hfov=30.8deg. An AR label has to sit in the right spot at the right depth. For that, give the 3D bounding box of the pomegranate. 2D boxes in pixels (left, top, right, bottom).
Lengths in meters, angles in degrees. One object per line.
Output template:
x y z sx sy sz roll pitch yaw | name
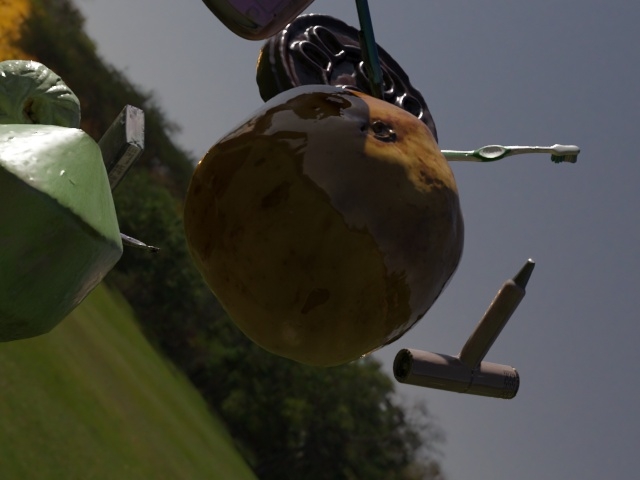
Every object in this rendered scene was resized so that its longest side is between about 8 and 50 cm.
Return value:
0.000 0.000 1.578 0.410 0.410 0.410 52 -9 12 | pomegranate

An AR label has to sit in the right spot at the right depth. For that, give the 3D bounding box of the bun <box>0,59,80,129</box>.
-0.490 -0.199 1.901 0.195 0.195 0.118 57 -20 -19 | bun

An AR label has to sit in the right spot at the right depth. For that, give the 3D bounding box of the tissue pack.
-0.390 -0.169 2.212 0.051 0.156 0.112 22 41 -30 | tissue pack

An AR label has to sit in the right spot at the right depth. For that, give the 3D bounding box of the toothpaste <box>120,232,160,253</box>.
-0.415 -0.034 1.998 0.282 0.068 0.099 21 25 -17 | toothpaste

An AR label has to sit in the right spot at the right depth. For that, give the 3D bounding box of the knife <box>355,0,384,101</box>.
0.060 -0.335 1.711 0.044 0.026 0.296 -94 172 -81 | knife

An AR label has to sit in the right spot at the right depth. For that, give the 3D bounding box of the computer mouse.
-0.038 -0.418 1.628 0.158 0.310 0.072 45 -7 -9 | computer mouse

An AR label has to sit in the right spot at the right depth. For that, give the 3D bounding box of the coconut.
-0.424 -0.020 1.627 0.281 0.328 0.328 34 -21 52 | coconut

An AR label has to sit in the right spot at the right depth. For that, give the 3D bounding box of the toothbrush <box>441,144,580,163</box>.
0.263 -0.139 1.844 0.030 0.304 0.030 180 -90 -84 | toothbrush

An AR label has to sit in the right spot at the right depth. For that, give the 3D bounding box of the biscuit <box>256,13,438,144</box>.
0.062 -0.259 2.164 0.407 0.407 0.091 53 -52 6 | biscuit

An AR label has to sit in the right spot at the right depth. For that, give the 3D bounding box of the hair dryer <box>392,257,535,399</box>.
0.227 0.121 1.658 0.195 0.220 0.053 11 22 -27 | hair dryer
